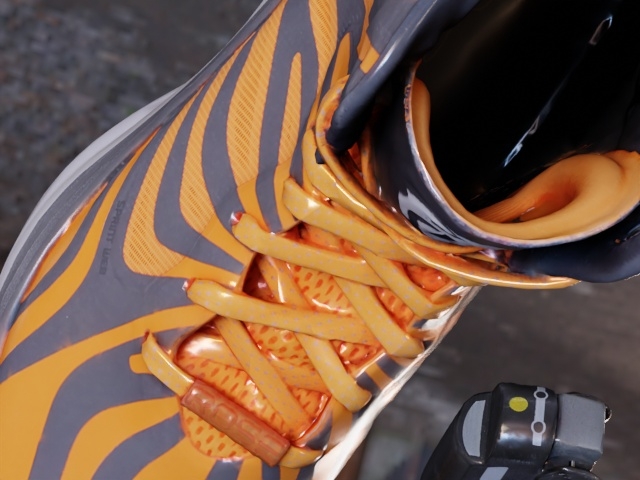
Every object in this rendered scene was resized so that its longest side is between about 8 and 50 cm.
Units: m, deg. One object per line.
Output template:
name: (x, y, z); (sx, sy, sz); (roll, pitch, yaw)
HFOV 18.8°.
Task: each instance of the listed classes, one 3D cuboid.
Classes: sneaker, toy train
sneaker: (0.000, 0.000, 0.521); (0.125, 0.321, 0.180); (30, -172, -13)
toy train: (0.026, 0.079, 0.455); (0.036, 0.027, 0.158); (14, 143, -6)
